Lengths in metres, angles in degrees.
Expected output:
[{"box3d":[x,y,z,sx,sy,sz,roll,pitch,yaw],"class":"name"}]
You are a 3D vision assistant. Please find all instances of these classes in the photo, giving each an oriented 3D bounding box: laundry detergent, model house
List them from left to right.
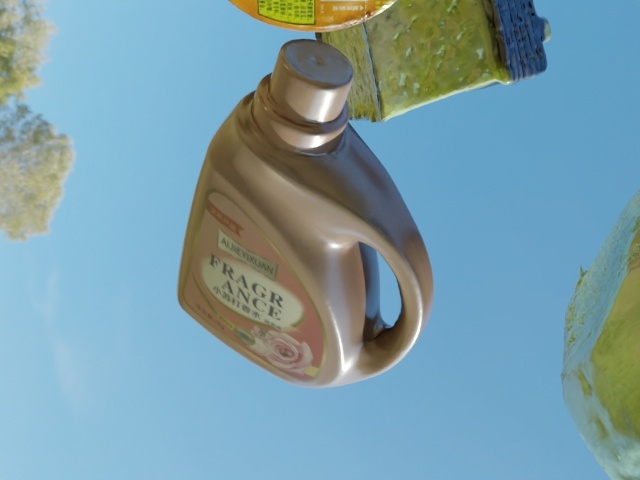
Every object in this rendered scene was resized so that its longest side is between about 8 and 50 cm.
[{"box3d":[0.000,0.000,0.458,0.171,0.076,0.237,33,-42,6],"class":"laundry detergent"},{"box3d":[0.109,-0.234,0.713,0.170,0.212,0.193,-148,-139,-76],"class":"model house"}]

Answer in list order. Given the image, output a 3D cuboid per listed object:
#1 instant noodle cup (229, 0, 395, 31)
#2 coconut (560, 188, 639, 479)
[{"box3d":[-0.008,-0.261,0.515,0.168,0.168,0.185,-47,-154,30],"class":"instant noodle cup"},{"box3d":[0.337,0.054,0.506,0.328,0.329,0.281,-43,-112,33],"class":"coconut"}]
